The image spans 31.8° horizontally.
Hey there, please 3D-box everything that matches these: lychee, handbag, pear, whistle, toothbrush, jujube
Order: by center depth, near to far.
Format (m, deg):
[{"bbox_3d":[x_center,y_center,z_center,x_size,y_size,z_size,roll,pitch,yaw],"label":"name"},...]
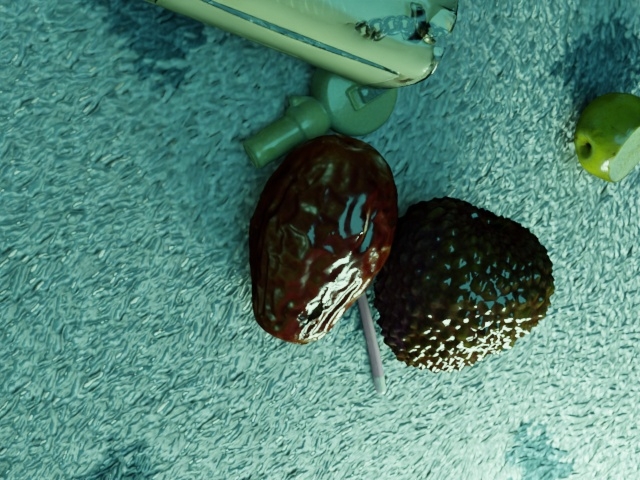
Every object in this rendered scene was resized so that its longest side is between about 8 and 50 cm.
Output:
[{"bbox_3d":[-0.032,-0.314,1.379,0.358,0.237,0.160,19,95,-15],"label":"handbag"},{"bbox_3d":[0.000,0.000,1.523,0.197,0.197,0.290,11,111,-27],"label":"jujube"},{"bbox_3d":[0.009,-0.183,1.557,0.258,0.067,0.126,-33,112,-13],"label":"whistle"},{"bbox_3d":[0.190,0.073,1.610,0.271,0.271,0.271,-6,103,-24],"label":"lychee"},{"bbox_3d":[0.066,0.099,1.669,0.025,0.020,0.286,-21,109,-26],"label":"toothbrush"},{"bbox_3d":[0.449,-0.167,1.743,0.141,0.104,0.141,-31,148,-23],"label":"pear"}]
